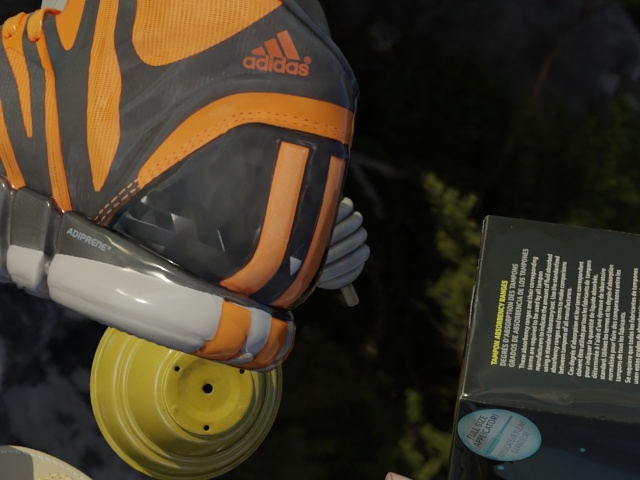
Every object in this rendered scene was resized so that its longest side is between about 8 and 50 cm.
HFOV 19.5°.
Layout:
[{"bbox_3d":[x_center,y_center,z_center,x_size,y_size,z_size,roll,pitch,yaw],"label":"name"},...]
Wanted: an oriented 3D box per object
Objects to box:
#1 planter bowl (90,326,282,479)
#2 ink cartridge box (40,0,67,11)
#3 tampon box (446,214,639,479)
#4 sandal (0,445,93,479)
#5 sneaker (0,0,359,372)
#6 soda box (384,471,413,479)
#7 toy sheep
[{"bbox_3d":[-0.130,0.156,1.991,0.217,0.090,0.217,0,90,-20],"label":"planter bowl"},{"bbox_3d":[-0.147,-0.182,1.358,0.093,0.154,0.212,19,53,-16],"label":"ink cartridge box"},{"bbox_3d":[0.138,0.074,0.796,0.161,0.101,0.120,8,140,6],"label":"tampon box"},{"bbox_3d":[-0.133,0.214,1.295,0.240,0.079,0.088,44,44,-9],"label":"sandal"},{"bbox_3d":[-0.116,-0.073,0.792,0.124,0.321,0.180,22,87,-63],"label":"sneaker"},{"bbox_3d":[0.038,0.238,1.197,0.063,0.058,0.183,21,126,-1],"label":"soda box"},{"bbox_3d":[0.000,0.000,1.669,0.091,0.091,0.132,-32,102,-18],"label":"toy sheep"}]
